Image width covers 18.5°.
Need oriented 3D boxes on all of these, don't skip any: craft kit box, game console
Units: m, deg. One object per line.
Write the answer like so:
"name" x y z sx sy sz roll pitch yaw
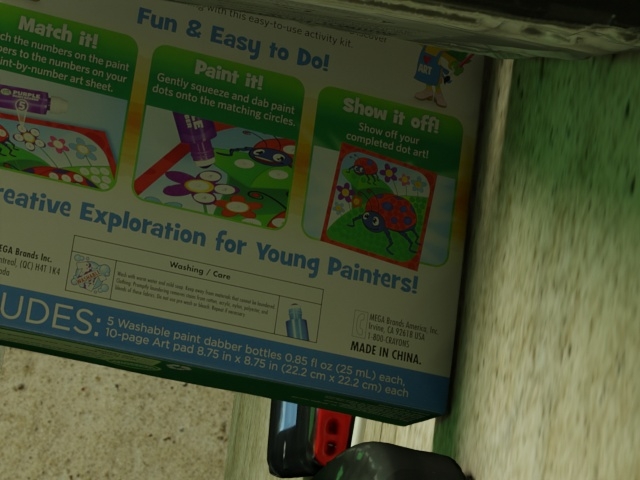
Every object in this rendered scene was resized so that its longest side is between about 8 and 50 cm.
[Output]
"craft kit box" -0.050 -0.059 0.893 0.061 0.250 0.246 154 127 -68
"game console" 0.000 0.000 1.425 0.386 0.060 0.342 124 155 -81

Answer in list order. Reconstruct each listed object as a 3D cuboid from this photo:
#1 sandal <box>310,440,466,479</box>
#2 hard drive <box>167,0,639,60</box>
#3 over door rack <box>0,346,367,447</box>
"sandal" -0.010 0.224 0.941 0.446 0.107 0.167 135 147 -61
"hard drive" -0.017 -0.110 0.684 0.339 0.237 0.064 -122 42 -83
"over door rack" -0.071 0.033 1.109 0.108 0.240 0.324 -48 -32 -88
